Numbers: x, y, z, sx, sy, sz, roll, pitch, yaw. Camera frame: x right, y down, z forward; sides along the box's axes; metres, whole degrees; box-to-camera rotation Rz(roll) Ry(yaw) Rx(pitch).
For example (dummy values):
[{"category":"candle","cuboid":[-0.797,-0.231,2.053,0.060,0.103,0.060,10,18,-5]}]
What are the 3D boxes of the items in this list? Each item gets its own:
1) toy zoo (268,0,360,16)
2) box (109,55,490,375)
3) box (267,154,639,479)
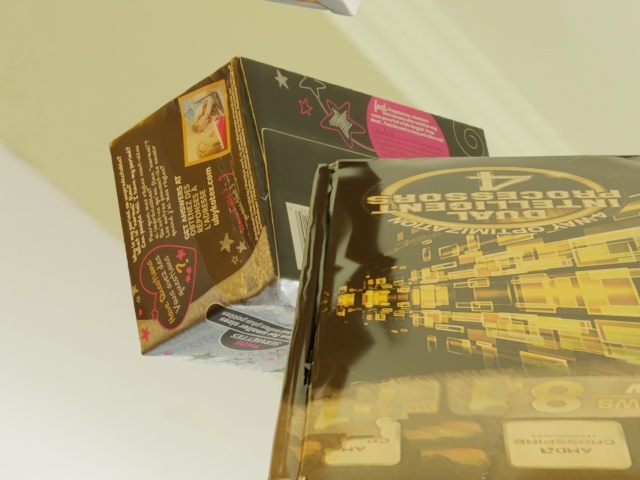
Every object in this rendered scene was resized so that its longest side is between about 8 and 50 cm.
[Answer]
[{"category":"toy zoo","cuboid":[-0.103,-0.160,0.791,0.293,0.030,0.192,13,-6,24]},{"category":"box","cuboid":[0.000,0.000,1.166,0.247,0.163,0.142,11,-31,-43]},{"category":"box","cuboid":[0.186,0.052,0.573,0.394,0.318,0.097,0,-70,3]}]
